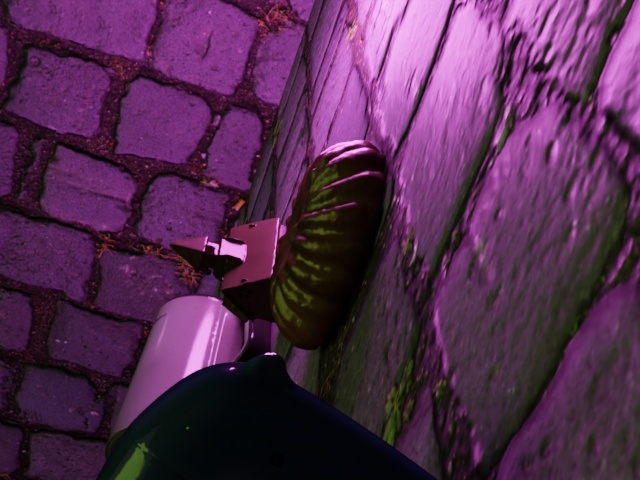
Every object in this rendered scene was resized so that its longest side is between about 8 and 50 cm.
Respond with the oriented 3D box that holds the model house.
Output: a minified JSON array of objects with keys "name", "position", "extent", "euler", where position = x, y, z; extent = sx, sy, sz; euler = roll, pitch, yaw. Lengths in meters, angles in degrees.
[{"name":"model house","position":[-0.159,0.055,1.880],"extent":[0.181,0.248,0.176],"euler":[-84,14,-52]}]

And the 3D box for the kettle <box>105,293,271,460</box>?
[{"name":"kettle","position":[-0.237,0.280,2.082],"extent":[0.361,0.250,0.377],"euler":[-40,25,34]}]

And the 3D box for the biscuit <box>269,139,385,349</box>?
[{"name":"biscuit","position":[0.000,0.000,1.538],"extent":[0.326,0.107,0.326],"euler":[-160,90,-78]}]

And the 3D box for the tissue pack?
[{"name":"tissue pack","position":[-0.022,0.216,0.759],"extent":[0.206,0.287,0.198],"euler":[-55,4,-10]}]
